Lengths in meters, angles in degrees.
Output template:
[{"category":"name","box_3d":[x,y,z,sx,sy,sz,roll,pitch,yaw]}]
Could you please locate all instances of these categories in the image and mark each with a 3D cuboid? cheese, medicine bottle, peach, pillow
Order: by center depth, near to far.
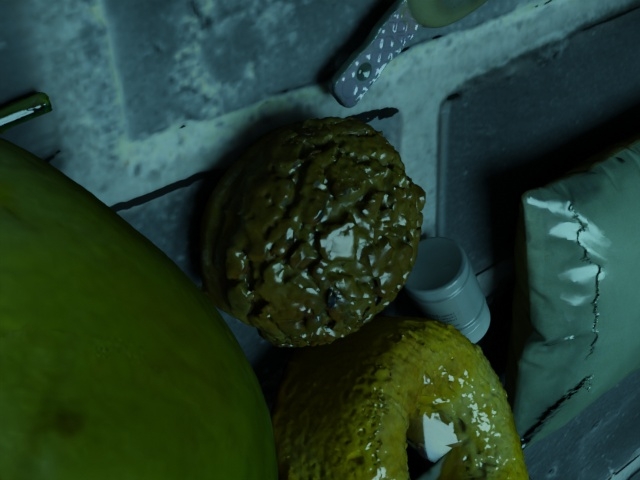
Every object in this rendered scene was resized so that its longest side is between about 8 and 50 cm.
[{"category":"peach","box_3d":[-0.168,0.098,0.418,0.316,0.314,0.281,36,53,-26]},{"category":"cheese","box_3d":[0.071,-0.168,0.662,0.192,0.037,0.097,-50,138,-5]},{"category":"medicine bottle","box_3d":[0.105,0.045,0.819,0.058,0.058,0.091,-45,138,-12]},{"category":"pillow","box_3d":[0.288,0.028,0.938,0.310,0.119,0.312,-23,130,-28]}]

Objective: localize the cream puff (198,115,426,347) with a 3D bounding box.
[{"category":"cream puff","box_3d":[0.000,0.000,0.644,0.150,0.115,0.165,-19,129,-30]}]

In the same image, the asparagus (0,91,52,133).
[{"category":"asparagus","box_3d":[-0.191,-0.052,0.501,0.114,0.014,0.015,-30,155,-28]}]

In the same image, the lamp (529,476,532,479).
[{"category":"lamp","box_3d":[0.203,0.305,1.058,0.101,0.101,0.250,-41,135,-17]}]

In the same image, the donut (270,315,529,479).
[{"category":"donut","box_3d":[0.066,0.176,0.759,0.253,0.118,0.253,17,67,-48]}]
